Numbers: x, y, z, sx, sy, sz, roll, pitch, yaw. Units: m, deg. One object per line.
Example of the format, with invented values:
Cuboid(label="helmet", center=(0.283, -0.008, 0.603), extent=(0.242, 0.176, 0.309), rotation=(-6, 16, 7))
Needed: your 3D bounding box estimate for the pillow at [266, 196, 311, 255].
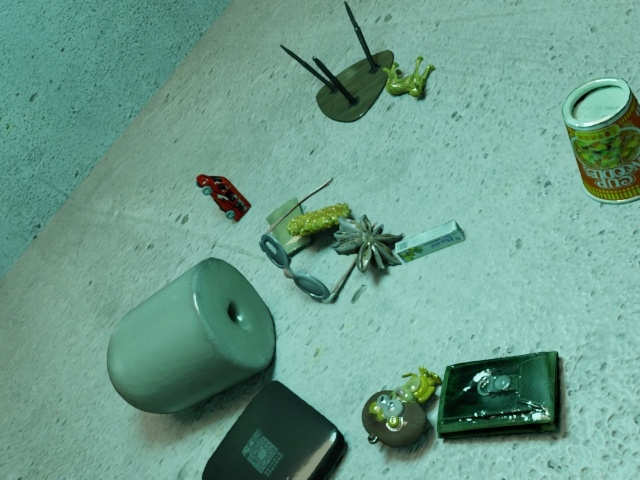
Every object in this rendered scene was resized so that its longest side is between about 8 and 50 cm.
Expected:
Cuboid(label="pillow", center=(-0.094, -0.039, 1.923), extent=(0.119, 0.053, 0.208), rotation=(-38, 41, 14))

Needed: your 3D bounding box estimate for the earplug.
Cuboid(label="earplug", center=(-0.355, 0.270, 1.691), extent=(0.394, 0.312, 0.313), rotation=(-32, 40, 22))

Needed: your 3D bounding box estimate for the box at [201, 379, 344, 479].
Cuboid(label="box", center=(-0.108, 0.484, 1.446), extent=(0.289, 0.073, 0.290), rotation=(24, 73, 50))

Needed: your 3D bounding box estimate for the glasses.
Cuboid(label="glasses", center=(0.000, 0.000, 1.698), extent=(0.268, 0.234, 0.118), rotation=(-46, -1, -25))

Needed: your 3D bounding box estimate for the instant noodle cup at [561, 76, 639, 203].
Cuboid(label="instant noodle cup", center=(0.585, -0.211, 1.312), extent=(0.193, 0.212, 0.193), rotation=(-25, 42, 24))

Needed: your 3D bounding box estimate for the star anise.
Cuboid(label="star anise", center=(0.116, 0.014, 1.620), extent=(0.195, 0.182, 0.065), rotation=(-71, 0, -47))

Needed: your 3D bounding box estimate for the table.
Cuboid(label="table", center=(0.049, -0.565, 2.106), extent=(0.317, 0.249, 0.317), rotation=(-25, 42, 25))

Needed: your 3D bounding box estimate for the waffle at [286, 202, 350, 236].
Cuboid(label="waffle", center=(-0.005, -0.057, 1.801), extent=(0.191, 0.038, 0.191), rotation=(-16, 16, 5))

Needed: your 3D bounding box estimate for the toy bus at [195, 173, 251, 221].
Cuboid(label="toy bus", center=(-0.317, -0.152, 2.117), extent=(0.089, 0.195, 0.081), rotation=(-43, 37, -2))

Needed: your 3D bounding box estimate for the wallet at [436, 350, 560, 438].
Cuboid(label="wallet", center=(0.330, 0.289, 1.232), extent=(0.236, 0.055, 0.160), rotation=(-15, 40, 34))

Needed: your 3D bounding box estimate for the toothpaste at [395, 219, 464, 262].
Cuboid(label="toothpaste", center=(0.258, 0.002, 1.561), extent=(0.164, 0.046, 0.034), rotation=(-23, 41, 27))

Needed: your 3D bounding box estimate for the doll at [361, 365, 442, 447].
Cuboid(label="doll", center=(0.157, 0.332, 1.323), extent=(0.145, 0.096, 0.188), rotation=(-2, 45, 33))

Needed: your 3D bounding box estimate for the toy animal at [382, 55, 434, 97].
Cuboid(label="toy animal", center=(0.251, -0.483, 1.993), extent=(0.181, 0.073, 0.136), rotation=(4, 66, 41))
